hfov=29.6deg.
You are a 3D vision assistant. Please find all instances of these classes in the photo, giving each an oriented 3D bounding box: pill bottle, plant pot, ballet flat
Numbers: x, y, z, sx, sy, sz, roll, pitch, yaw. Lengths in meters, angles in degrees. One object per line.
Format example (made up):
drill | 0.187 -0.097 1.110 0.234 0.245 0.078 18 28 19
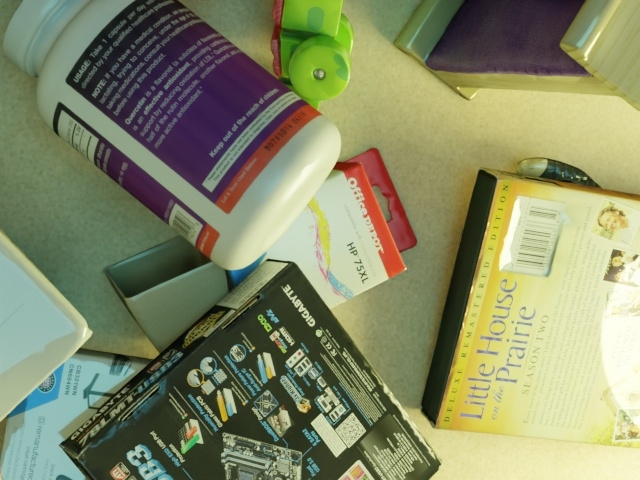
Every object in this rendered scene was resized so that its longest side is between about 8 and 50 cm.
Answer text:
pill bottle | -0.150 -0.131 1.200 0.323 0.181 0.181 39 82 5
plant pot | -0.153 0.065 1.288 0.109 0.109 0.096 -24 114 -15
ballet flat | 0.304 -0.048 1.440 0.173 0.057 0.049 28 58 -20

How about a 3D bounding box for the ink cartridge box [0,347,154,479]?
ink cartridge box | -0.224 0.193 1.268 0.203 0.086 0.148 10 86 -13

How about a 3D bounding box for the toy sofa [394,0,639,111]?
toy sofa | 0.209 -0.243 1.238 0.177 0.362 0.150 34 85 -24

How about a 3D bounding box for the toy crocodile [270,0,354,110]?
toy crocodile | -0.006 -0.260 1.258 0.105 0.115 0.340 10 122 -2

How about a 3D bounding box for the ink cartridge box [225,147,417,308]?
ink cartridge box | 0.000 0.000 1.339 0.231 0.078 0.134 -27 101 -14

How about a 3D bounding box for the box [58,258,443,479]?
box | -0.061 0.221 1.241 0.293 0.073 0.295 -42 109 -18

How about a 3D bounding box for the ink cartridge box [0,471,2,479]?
ink cartridge box | -0.333 0.214 0.889 0.198 0.115 0.067 -37 104 -10

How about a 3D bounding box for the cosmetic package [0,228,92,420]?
cosmetic package | -0.467 0.035 1.063 0.329 0.327 0.394 -45 105 -10

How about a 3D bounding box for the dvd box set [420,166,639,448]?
dvd box set | 0.349 0.095 1.443 0.420 0.062 0.308 8 103 -18
